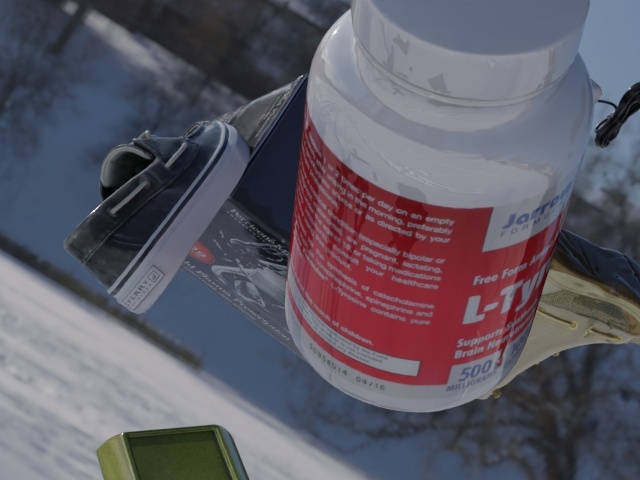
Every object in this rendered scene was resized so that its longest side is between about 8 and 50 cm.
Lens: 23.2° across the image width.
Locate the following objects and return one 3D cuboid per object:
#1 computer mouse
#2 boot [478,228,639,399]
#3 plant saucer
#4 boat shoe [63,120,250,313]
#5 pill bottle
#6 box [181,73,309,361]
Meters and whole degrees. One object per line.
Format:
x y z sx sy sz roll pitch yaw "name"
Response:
0.262 -0.144 1.670 0.193 0.042 0.106 7 -29 -26 "computer mouse"
0.255 0.099 1.690 0.262 0.203 0.095 23 36 -40 "boot"
-0.182 0.297 2.012 0.188 0.045 0.188 -3 29 -17 "plant saucer"
-0.162 -0.057 1.574 0.119 0.121 0.335 41 25 -10 "boat shoe"
0.095 -0.060 1.284 0.229 0.229 0.407 29 -37 18 "pill bottle"
0.000 0.000 1.847 0.343 0.179 0.312 38 -22 -17 "box"
